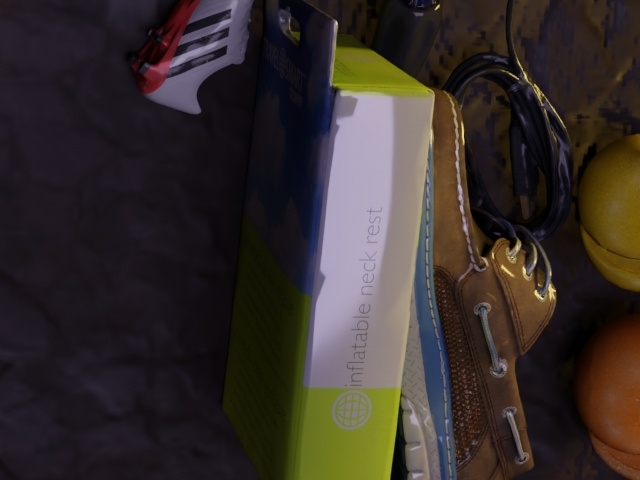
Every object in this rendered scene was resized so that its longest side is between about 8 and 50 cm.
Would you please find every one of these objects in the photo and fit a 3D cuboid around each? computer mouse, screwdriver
[{"bbox_3d":[0.073,-0.111,0.676,0.071,0.041,0.242,-5,115,-9],"label":"computer mouse"},{"bbox_3d":[0.044,-0.110,0.618,0.024,0.170,0.025,36,52,11],"label":"screwdriver"}]

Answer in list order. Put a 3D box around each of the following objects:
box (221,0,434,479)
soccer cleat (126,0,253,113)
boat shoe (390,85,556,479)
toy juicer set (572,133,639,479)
[{"bbox_3d":[0.000,0.000,0.641,0.042,0.109,0.178,2,106,-16],"label":"box"},{"bbox_3d":[-0.037,-0.084,0.648,0.035,0.029,0.083,32,98,-34],"label":"soccer cleat"},{"bbox_3d":[0.054,0.020,0.691,0.066,0.066,0.183,-10,120,-10],"label":"boat shoe"},{"bbox_3d":[0.215,-0.027,0.712,0.209,0.089,0.329,18,114,-4],"label":"toy juicer set"}]
